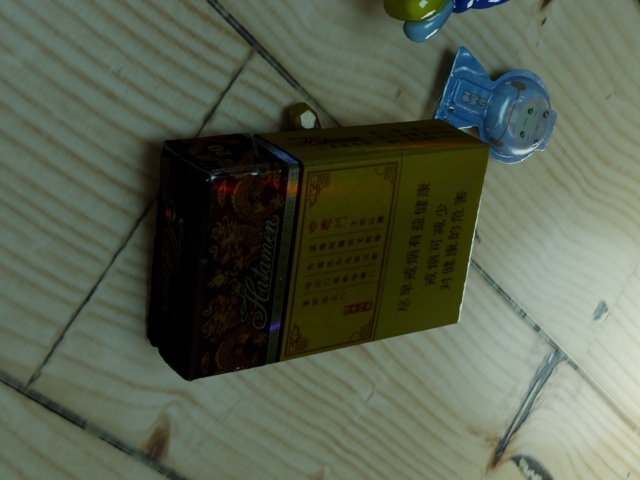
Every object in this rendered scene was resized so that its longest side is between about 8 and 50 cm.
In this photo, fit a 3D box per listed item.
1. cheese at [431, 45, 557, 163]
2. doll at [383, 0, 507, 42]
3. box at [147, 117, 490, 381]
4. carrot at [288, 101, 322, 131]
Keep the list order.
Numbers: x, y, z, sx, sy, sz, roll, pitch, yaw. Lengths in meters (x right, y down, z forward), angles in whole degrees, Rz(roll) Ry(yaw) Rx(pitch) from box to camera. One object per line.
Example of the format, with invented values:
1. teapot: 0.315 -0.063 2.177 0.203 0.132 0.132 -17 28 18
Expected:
1. cheese: 0.252 -0.182 1.667 0.244 0.052 0.135 15 94 -42
2. doll: 0.199 -0.428 1.472 0.376 0.187 0.366 -1 99 -12
3. box: 0.000 0.000 1.438 0.415 0.116 0.264 -9 119 -33
4. carrot: -0.001 -0.095 1.492 0.042 0.042 0.171 -41 129 -23
